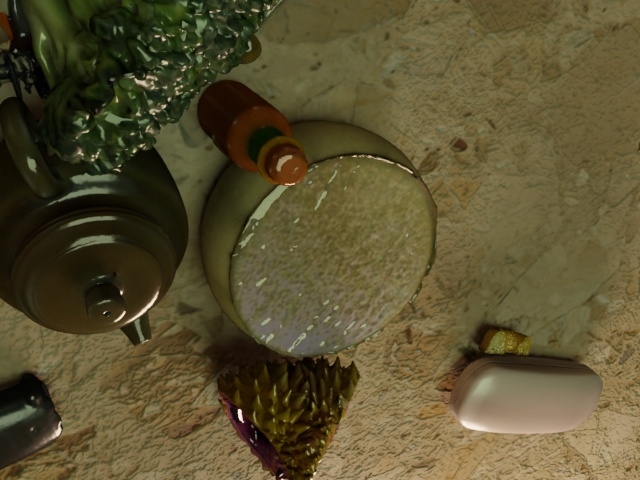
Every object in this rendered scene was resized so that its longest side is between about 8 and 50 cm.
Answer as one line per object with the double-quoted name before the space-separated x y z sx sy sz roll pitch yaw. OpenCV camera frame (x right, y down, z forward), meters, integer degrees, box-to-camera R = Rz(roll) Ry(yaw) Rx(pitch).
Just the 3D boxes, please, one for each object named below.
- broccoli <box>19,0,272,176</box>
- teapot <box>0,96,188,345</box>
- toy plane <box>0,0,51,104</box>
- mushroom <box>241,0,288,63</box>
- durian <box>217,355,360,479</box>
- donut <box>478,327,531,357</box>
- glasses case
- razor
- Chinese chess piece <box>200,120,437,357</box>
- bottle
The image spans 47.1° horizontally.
"broccoli" -0.161 -0.215 0.577 0.288 0.245 0.248 -59 174 -40
"teapot" -0.210 -0.004 0.651 0.185 0.175 0.268 -26 138 -8
"toy plane" -0.240 -0.148 0.658 0.135 0.062 0.188 -42 133 -34
"mushroom" -0.016 -0.314 0.714 0.068 0.043 0.306 7 111 -57
"durian" -0.028 0.197 0.870 0.186 0.260 0.154 -25 81 -29
"donut" 0.277 0.151 1.088 0.083 0.067 0.038 12 92 3
"glasses case" 0.327 0.242 1.151 0.296 0.075 0.113 10 110 -31
"razor" -0.354 0.206 0.781 0.148 0.054 0.090 -20 126 -18
"Chinese chess piece" 0.000 0.000 0.831 0.270 0.112 0.270 -12 120 -22
"bottle" -0.063 -0.100 0.700 0.069 0.187 0.069 -11 118 -21
